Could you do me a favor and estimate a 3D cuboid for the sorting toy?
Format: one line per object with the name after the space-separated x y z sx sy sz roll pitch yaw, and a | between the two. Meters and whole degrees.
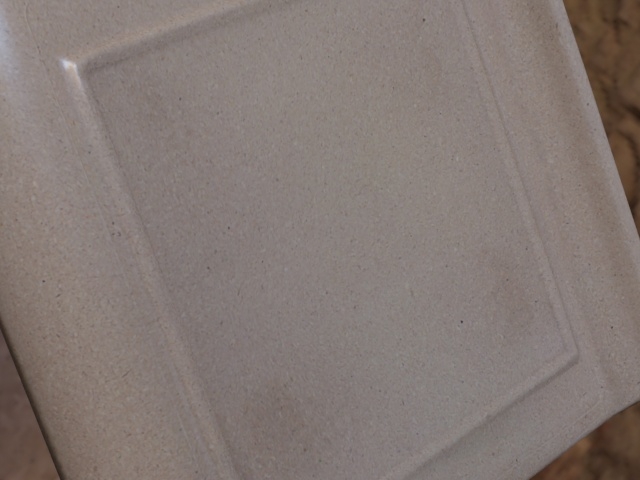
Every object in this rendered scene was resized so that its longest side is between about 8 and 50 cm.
0.000 0.000 0.403 0.196 0.347 0.047 -26 -170 -35 | sorting toy
